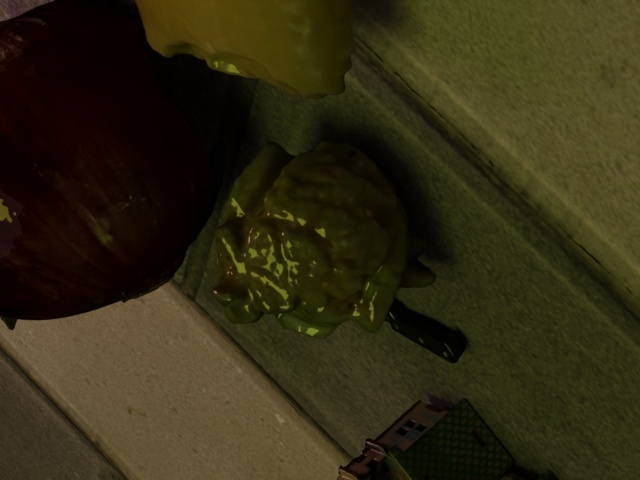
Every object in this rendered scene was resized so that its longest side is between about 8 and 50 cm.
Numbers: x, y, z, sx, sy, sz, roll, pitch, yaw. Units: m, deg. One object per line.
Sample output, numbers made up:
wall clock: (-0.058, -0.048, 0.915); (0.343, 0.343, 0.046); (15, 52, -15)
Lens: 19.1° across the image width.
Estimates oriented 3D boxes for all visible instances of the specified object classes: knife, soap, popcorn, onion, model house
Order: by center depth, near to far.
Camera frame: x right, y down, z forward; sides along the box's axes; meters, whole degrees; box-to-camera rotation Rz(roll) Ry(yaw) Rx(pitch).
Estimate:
soap: (-0.099, -0.318, 1.476); (0.306, 0.115, 0.427); (32, 149, 40)
popcorn: (0.000, 0.001, 1.705); (0.185, 0.167, 0.187); (-3, 163, 31)
knife: (0.047, 0.047, 1.845); (0.245, 0.019, 0.072); (29, 146, 41)
model house: (0.152, 0.307, 1.855); (0.206, 0.178, 0.271); (16, 135, 47)
onion: (-0.263, -0.066, 1.868); (0.341, 0.341, 0.341); (38, 152, 24)

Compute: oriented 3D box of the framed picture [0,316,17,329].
framed picture: (-0.367, -0.072, 2.090); (0.018, 0.231, 0.293); (0, 145, 15)
